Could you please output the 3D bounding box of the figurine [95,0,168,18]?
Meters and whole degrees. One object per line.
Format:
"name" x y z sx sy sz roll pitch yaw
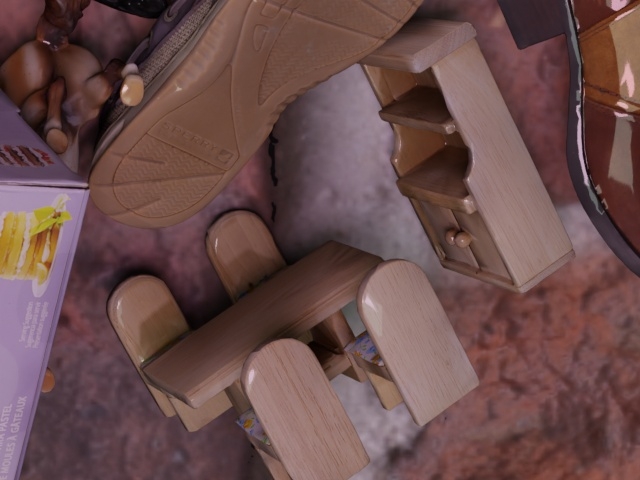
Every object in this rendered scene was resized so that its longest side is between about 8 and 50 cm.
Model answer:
"figurine" -0.160 -0.244 1.042 0.209 0.092 0.215 14 109 -15

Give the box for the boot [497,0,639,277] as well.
"boot" 0.268 -0.116 1.060 0.280 0.096 0.264 -20 98 24

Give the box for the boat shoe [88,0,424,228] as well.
"boat shoe" -0.036 -0.127 1.064 0.103 0.092 0.285 25 120 -38

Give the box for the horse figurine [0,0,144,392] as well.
"horse figurine" -0.165 -0.038 1.060 0.066 0.174 0.263 10 104 -24

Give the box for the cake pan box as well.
"cake pan box" -0.229 0.024 1.024 0.070 0.267 0.245 4 114 -35

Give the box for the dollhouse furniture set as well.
"dollhouse furniture set" 0.000 0.000 1.070 0.242 0.212 0.161 -34 112 -17
